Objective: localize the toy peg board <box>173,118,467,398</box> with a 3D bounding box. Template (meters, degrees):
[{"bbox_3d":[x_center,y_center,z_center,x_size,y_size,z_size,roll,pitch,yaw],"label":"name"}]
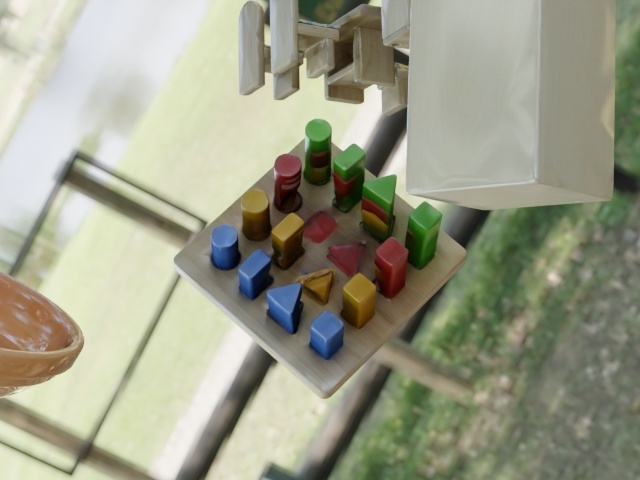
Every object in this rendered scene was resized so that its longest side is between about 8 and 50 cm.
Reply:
[{"bbox_3d":[0.000,0.000,1.206,0.160,0.161,0.079,-43,-20,-21],"label":"toy peg board"}]

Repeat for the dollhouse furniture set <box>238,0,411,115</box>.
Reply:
[{"bbox_3d":[0.060,-0.234,1.569,0.242,0.212,0.161,-23,65,59],"label":"dollhouse furniture set"}]

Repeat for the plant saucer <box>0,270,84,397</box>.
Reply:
[{"bbox_3d":[-0.222,0.033,0.846,0.200,0.200,0.037,-130,60,-76],"label":"plant saucer"}]

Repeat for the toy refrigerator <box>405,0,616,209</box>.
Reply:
[{"bbox_3d":[0.124,-0.159,1.024,0.102,0.094,0.270,-5,81,42],"label":"toy refrigerator"}]
